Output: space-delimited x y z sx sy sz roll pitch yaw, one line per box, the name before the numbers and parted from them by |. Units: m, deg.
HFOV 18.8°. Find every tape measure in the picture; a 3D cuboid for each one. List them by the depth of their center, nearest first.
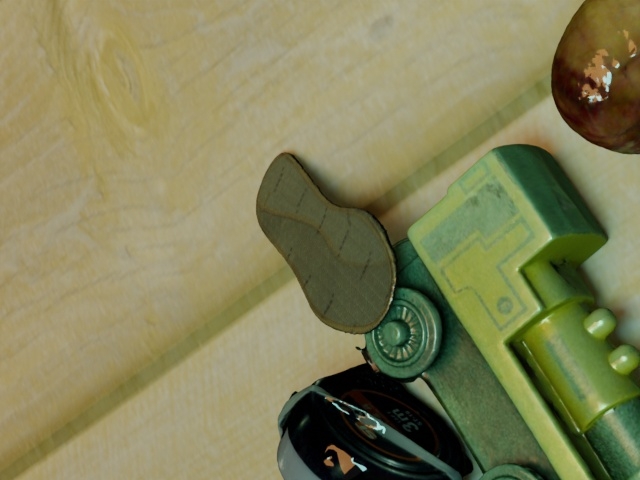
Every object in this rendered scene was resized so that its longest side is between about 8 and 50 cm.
tape measure | 0.047 0.207 1.852 0.182 0.181 0.107 43 120 30

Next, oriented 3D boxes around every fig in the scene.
fig | 0.273 -0.191 1.682 0.160 0.143 0.230 -9 76 9

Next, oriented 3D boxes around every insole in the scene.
insole | 0.000 0.000 1.898 0.119 0.009 0.348 -66 28 14

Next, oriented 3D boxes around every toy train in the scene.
toy train | 0.198 0.120 1.752 0.237 0.150 0.369 -43 66 26
